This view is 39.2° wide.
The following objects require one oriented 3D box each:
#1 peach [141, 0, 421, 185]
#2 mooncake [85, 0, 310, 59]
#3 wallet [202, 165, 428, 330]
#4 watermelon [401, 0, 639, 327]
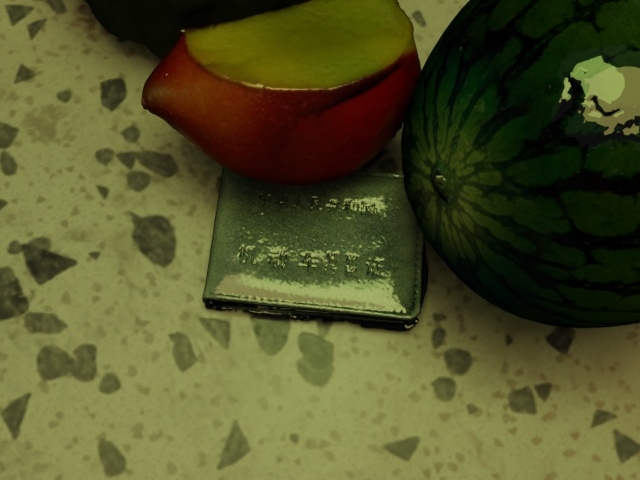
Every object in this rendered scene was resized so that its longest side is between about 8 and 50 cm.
[{"bbox_3d":[-0.026,-0.129,0.862,0.267,0.158,0.154,-19,47,-22],"label":"peach"},{"bbox_3d":[-0.116,-0.363,0.963,0.357,0.194,0.356,1,65,-1],"label":"mooncake"},{"bbox_3d":[0.000,-0.001,0.909,0.222,0.036,0.167,7,69,0],"label":"wallet"},{"bbox_3d":[0.244,-0.092,0.804,0.363,0.363,0.363,1,69,-3],"label":"watermelon"}]
